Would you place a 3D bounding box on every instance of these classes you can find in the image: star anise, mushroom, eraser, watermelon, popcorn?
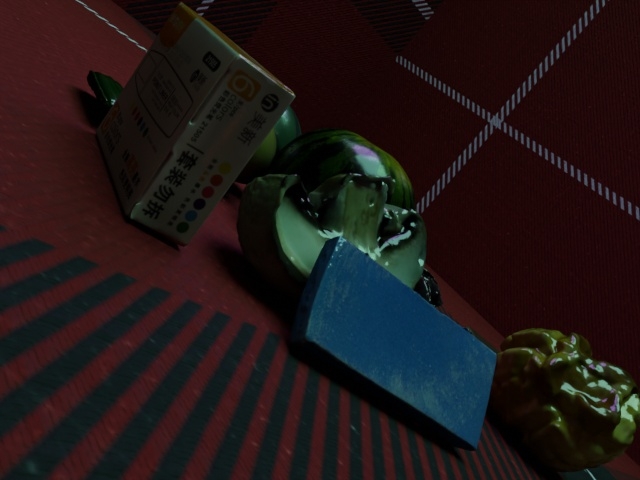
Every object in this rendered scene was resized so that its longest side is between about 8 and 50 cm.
[{"bbox_3d":[0.203,0.079,1.639,0.212,0.129,0.283,21,28,-50],"label":"star anise"},{"bbox_3d":[0.003,0.008,0.902,0.267,0.190,0.164,-3,-3,-39],"label":"mushroom"},{"bbox_3d":[0.101,0.134,0.821,0.312,0.144,0.042,36,-32,-27],"label":"eraser"},{"bbox_3d":[0.032,-0.059,1.124,0.269,0.269,0.269,40,8,-7],"label":"watermelon"},{"bbox_3d":[0.423,0.291,1.224,0.265,0.225,0.332,52,-14,1],"label":"popcorn"}]

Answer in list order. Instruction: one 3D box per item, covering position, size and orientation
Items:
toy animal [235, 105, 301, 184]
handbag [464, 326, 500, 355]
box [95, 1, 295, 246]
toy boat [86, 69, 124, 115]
[{"bbox_3d":[-0.159,-0.196,1.191,0.338,0.216,0.191,21,48,-64],"label":"toy animal"},{"bbox_3d":[0.374,0.274,1.530,0.151,0.072,0.193,41,10,3],"label":"handbag"},{"bbox_3d":[-0.167,-0.151,0.800,0.091,0.221,0.274,30,11,-36],"label":"box"},{"bbox_3d":[-0.312,-0.204,1.001,0.104,0.052,0.210,55,-3,-40],"label":"toy boat"}]
